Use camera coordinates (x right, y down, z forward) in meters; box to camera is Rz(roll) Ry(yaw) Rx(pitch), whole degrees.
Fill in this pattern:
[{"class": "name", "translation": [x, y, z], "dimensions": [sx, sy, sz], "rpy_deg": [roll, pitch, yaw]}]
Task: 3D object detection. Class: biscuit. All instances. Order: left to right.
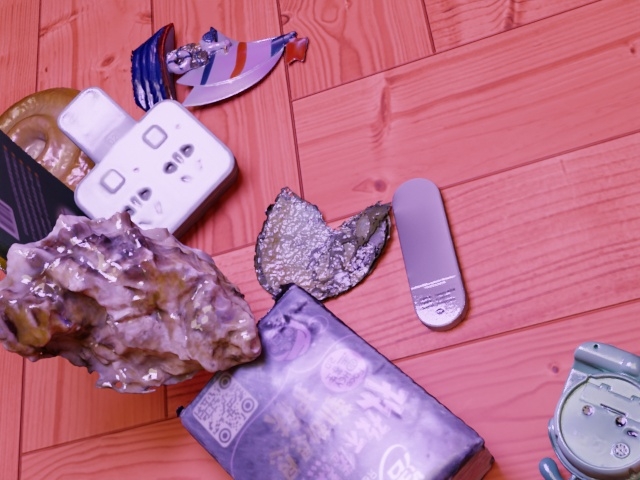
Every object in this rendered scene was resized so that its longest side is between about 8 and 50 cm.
[{"class": "biscuit", "translation": [-0.476, -0.175, 1.713], "dimensions": [0.274, 0.091, 0.213], "rpy_deg": [15, 72, 31]}]

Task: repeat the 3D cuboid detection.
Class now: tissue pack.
[{"class": "tissue pack", "translation": [0.011, 0.256, 1.263], "dimensions": [0.361, 0.122, 0.259], "rpy_deg": [37, 83, 31]}]

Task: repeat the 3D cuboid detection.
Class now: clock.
[{"class": "clock", "translation": [0.350, 0.226, 1.169], "dimensions": [0.148, 0.060, 0.188], "rpy_deg": [19, 73, 29]}]

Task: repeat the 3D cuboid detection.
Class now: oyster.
[{"class": "oyster", "translation": [-0.242, 0.082, 1.271], "dimensions": [0.351, 0.115, 0.238], "rpy_deg": [22, 72, -4]}]

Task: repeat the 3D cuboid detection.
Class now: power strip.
[{"class": "power strip", "translation": [-0.293, -0.121, 1.570], "dimensions": [0.261, 0.141, 0.229], "rpy_deg": [42, 84, 5]}]

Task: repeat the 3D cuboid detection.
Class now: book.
[{"class": "book", "translation": [-0.407, -0.021, 1.430], "dimensions": [0.043, 0.371, 0.260], "rpy_deg": [-28, 56, 6]}]

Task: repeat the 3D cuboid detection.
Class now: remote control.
[{"class": "remote control", "translation": [0.154, 0.016, 1.388], "dimensions": [0.077, 0.022, 0.245], "rpy_deg": [-19, 58, 15]}]

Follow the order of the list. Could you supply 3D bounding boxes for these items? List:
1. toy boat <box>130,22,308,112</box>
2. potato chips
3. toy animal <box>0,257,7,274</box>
[{"class": "toy boat", "translation": [-0.188, -0.283, 1.679], "dimensions": [0.318, 0.072, 0.219], "rpy_deg": [10, 65, 16]}, {"class": "potato chips", "translation": [0.002, 0.002, 1.459], "dimensions": [0.220, 0.029, 0.202], "rpy_deg": [-8, 61, 22]}, {"class": "toy animal", "translation": [-0.520, -0.004, 1.643], "dimensions": [0.095, 0.219, 0.155], "rpy_deg": [-64, 21, 2]}]
